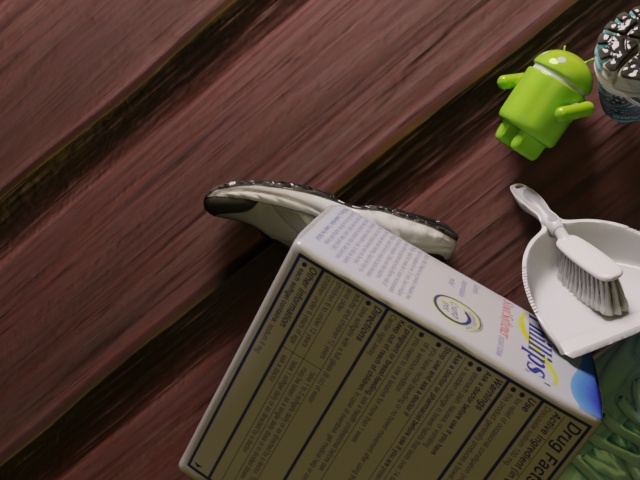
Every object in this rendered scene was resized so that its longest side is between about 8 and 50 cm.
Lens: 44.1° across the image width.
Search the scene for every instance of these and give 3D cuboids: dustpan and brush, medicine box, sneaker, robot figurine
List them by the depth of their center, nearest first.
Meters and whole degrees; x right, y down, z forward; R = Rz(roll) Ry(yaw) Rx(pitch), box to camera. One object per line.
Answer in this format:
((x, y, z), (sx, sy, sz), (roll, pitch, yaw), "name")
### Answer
((0.309, 0.147, 0.730), (0.135, 0.150, 0.366), (36, 95, 12), "sneaker")
((0.061, 0.157, 0.735), (0.289, 0.149, 0.263), (30, 112, 5), "medicine box")
((0.400, -0.174, 0.744), (0.283, 0.122, 0.110), (-5, 65, 10), "sneaker")
((0.239, 0.008, 0.756), (0.147, 0.211, 0.060), (-20, 121, -7), "dustpan and brush")
((0.227, -0.140, 0.796), (0.115, 0.067, 0.101), (-57, 40, 12), "robot figurine")
((0.000, 0.000, 0.827), (0.272, 0.100, 0.108), (17, 97, 11), "sneaker")
